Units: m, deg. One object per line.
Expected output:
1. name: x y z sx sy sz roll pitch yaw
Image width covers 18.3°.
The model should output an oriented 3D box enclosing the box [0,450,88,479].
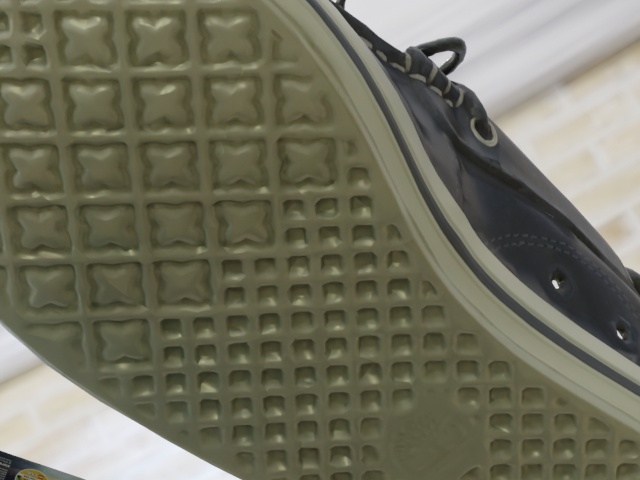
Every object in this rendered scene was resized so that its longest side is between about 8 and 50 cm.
1. box: -0.105 0.125 0.743 0.027 0.137 0.094 -74 3 -49

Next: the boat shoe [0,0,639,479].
1. boat shoe: 0.000 0.000 0.832 0.187 0.156 0.500 -41 -65 20
